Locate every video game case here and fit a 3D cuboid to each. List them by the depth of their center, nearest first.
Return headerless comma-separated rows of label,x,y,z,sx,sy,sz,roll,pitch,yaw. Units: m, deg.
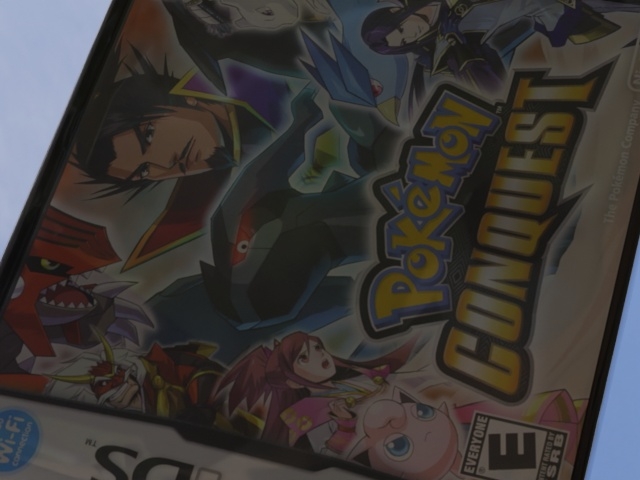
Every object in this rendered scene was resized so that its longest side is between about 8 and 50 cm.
video game case,0.000,0.000,0.559,0.248,0.035,0.275,11,-113,16
